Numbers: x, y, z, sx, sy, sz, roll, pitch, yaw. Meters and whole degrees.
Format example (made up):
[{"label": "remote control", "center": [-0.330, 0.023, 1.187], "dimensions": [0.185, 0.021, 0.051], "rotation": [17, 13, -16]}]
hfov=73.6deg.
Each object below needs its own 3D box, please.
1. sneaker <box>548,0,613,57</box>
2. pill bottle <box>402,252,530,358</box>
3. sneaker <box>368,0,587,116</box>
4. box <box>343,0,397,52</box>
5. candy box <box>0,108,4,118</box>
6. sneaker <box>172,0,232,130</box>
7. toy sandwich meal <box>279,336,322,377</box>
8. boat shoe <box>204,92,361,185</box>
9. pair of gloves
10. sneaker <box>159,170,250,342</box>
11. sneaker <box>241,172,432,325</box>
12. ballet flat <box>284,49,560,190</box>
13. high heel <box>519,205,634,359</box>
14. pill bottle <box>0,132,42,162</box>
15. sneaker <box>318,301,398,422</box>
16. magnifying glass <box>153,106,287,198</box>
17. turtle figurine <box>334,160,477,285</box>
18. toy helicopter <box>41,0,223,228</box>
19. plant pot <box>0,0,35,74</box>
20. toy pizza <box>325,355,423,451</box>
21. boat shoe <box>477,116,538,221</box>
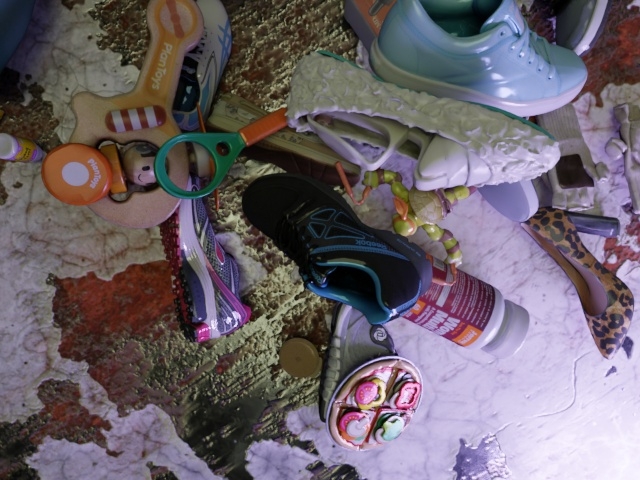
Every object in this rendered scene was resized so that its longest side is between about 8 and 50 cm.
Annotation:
[{"label": "sneaker", "center": [0.380, -0.461, 0.713], "dimensions": [0.178, 0.124, 0.296], "rotation": [7, 85, -5]}, {"label": "pill bottle", "center": [0.239, 0.115, 0.751], "dimensions": [0.221, 0.121, 0.121], "rotation": [26, 93, -1]}, {"label": "sneaker", "center": [0.265, -0.285, 0.634], "dimensions": [0.365, 0.150, 0.135], "rotation": [0, 69, -13]}, {"label": "box", "center": [0.146, -0.401, 0.735], "dimensions": [0.170, 0.091, 0.130], "rotation": [-35, 93, 1]}, {"label": "candy box", "center": [-0.671, -0.170, 0.776], "dimensions": [0.105, 0.027, 0.206], "rotation": [28, 93, 1]}, {"label": "sneaker", "center": [-0.212, -0.311, 0.742], "dimensions": [0.085, 0.086, 0.238], "rotation": [14, 92, 1]}, {"label": "toy sandwich meal", "center": [-0.036, 0.218, 0.803], "dimensions": [0.085, 0.029, 0.086], "rotation": [1, 97, 11]}, {"label": "boat shoe", "center": [-0.057, -0.177, 0.740], "dimensions": [0.285, 0.104, 0.089], "rotation": [21, 75, 0]}, {"label": "pair of gloves", "center": [0.513, -0.150, 0.761], "dimensions": [0.239, 0.042, 0.204], "rotation": [-1, 83, -1]}, {"label": "sneaker", "center": [-0.211, 0.023, 0.758], "dimensions": [0.111, 0.120, 0.300], "rotation": [-8, 82, -35]}, {"label": "sneaker", "center": [0.000, 0.000, 0.652], "dimensions": [0.340, 0.139, 0.125], "rotation": [28, 125, 21]}, {"label": "ballet flat", "center": [0.128, -0.149, 0.640], "dimensions": [0.408, 0.147, 0.147], "rotation": [24, 93, 12]}, {"label": "high heel", "center": [0.439, 0.071, 0.757], "dimensions": [0.186, 0.093, 0.262], "rotation": [6, 77, -7]}, {"label": "pill bottle", "center": [-0.528, -0.160, 0.748], "dimensions": [0.043, 0.083, 0.044], "rotation": [0, 94, -1]}, {"label": "sneaker", "center": [0.074, 0.227, 0.776], "dimensions": [0.132, 0.086, 0.229], "rotation": [11, 92, -3]}, {"label": "magnifying glass", "center": [-0.140, -0.141, 0.641], "dimensions": [0.231, 0.026, 0.092], "rotation": [-35, 106, -23]}, {"label": "turtle figurine", "center": [0.168, -0.077, 0.706], "dimensions": [0.269, 0.087, 0.217], "rotation": [44, 56, 2]}, {"label": "toy helicopter", "center": [-0.240, -0.190, 0.647], "dimensions": [0.234, 0.140, 0.356], "rotation": [16, 92, -19]}, {"label": "plant pot", "center": [-0.579, -0.412, 0.655], "dimensions": [0.271, 0.271, 0.255], "rotation": [30, 79, -2]}, {"label": "toy pizza", "center": [0.104, 0.299, 0.763], "dimensions": [0.201, 0.032, 0.202], "rotation": [-8, 111, -22]}, {"label": "boat shoe", "center": [0.299, -0.182, 0.743], "dimensions": [0.104, 0.113, 0.306], "rotation": [-29, 80, -13]}]
